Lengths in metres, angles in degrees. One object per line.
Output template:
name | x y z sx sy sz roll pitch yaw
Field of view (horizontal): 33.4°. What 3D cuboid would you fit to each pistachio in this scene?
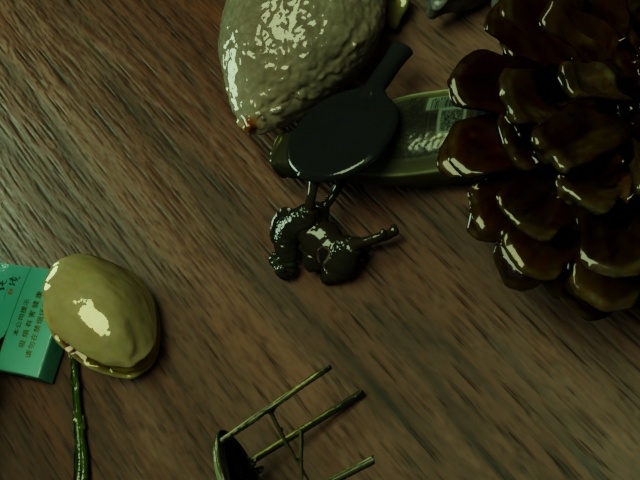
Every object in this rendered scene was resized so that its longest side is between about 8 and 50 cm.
pistachio | -0.296 0.094 1.455 0.145 0.117 0.200 -38 61 -24

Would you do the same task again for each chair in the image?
chair | -0.081 0.292 1.237 0.325 0.170 0.160 -28 60 7

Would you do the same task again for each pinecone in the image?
pinecone | 0.313 -0.131 1.090 0.397 0.398 0.398 -11 64 23

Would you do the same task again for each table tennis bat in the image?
table tennis bat | 0.047 -0.164 1.355 0.150 0.027 0.236 14 60 39

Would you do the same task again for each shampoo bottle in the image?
shampoo bottle | 0.103 -0.127 1.369 0.350 0.084 0.126 -5 61 26

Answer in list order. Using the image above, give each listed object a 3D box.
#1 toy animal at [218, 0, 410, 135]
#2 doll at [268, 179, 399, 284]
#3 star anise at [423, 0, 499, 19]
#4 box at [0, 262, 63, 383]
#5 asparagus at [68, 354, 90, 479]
toy animal | -0.024 -0.301 1.450 0.226 0.188 0.359 2 68 35
doll | 0.000 0.000 1.370 0.139 0.057 0.165 44 118 10
star anise | 0.278 -0.408 1.374 0.359 0.139 0.316 -37 63 8
box | -0.466 0.115 1.578 0.229 0.041 0.162 6 71 30
asparagus | -0.337 0.224 1.476 0.023 0.022 0.233 126 139 -54
